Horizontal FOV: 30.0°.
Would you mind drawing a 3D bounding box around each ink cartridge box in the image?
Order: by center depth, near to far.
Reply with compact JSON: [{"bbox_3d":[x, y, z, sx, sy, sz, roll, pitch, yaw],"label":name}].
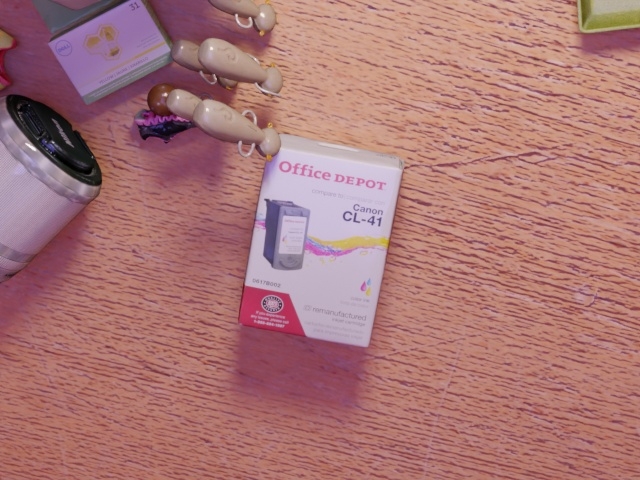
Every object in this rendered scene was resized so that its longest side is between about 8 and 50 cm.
[{"bbox_3d":[-0.359,-0.357,1.903,0.171,0.056,0.235,-25,117,9],"label":"ink cartridge box"},{"bbox_3d":[0.000,0.000,1.957,0.226,0.131,0.306,10,105,1],"label":"ink cartridge box"}]

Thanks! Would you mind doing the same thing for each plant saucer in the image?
[{"bbox_3d":[0.492,-0.429,1.876,0.188,0.045,0.188,-5,103,5],"label":"plant saucer"}]

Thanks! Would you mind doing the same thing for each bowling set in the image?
[{"bbox_3d":[-0.164,-0.249,1.903,0.154,0.200,0.287,22,64,-36],"label":"bowling set"}]

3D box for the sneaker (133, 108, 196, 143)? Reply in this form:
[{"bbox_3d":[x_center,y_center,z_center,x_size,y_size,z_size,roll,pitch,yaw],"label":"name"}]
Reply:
[{"bbox_3d":[-0.246,-0.188,1.974,0.119,0.047,0.057,-2,122,5],"label":"sneaker"}]

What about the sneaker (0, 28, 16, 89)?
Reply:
[{"bbox_3d":[-0.557,-0.255,1.950,0.094,0.081,0.208,20,103,-4],"label":"sneaker"}]

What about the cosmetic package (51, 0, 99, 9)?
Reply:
[{"bbox_3d":[-0.345,-0.557,1.645,0.329,0.393,0.327,-18,82,18],"label":"cosmetic package"}]

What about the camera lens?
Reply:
[{"bbox_3d":[-0.506,-0.080,1.916,0.274,0.219,0.219,-43,98,11],"label":"camera lens"}]
